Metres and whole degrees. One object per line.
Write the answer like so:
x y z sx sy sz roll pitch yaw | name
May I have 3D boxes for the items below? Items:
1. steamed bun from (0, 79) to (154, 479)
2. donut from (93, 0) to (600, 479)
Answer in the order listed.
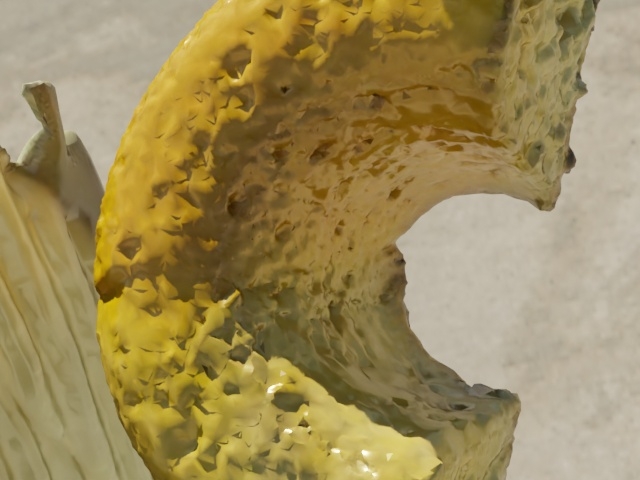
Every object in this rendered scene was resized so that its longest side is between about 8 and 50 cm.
-0.231 0.089 0.640 0.272 0.290 0.273 3 47 34 | steamed bun
-0.005 0.004 0.544 0.152 0.101 0.259 10 91 21 | donut
